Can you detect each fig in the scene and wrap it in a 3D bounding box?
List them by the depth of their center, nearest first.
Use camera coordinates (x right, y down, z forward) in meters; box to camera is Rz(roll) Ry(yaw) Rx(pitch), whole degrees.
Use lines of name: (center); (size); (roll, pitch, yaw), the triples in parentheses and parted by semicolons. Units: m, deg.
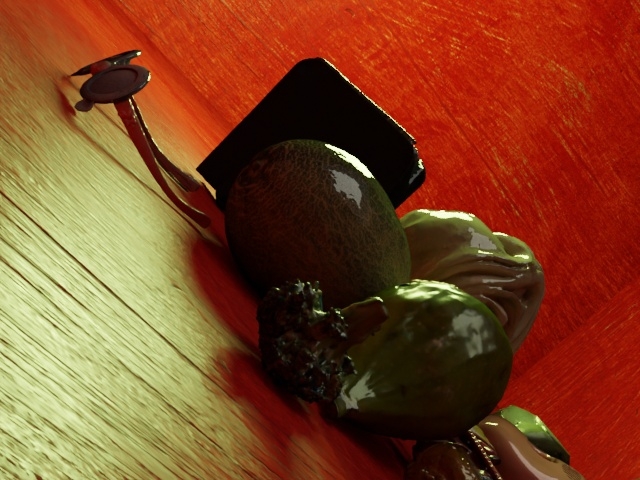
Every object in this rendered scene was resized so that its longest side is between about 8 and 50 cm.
fig: (0.114, 0.156, 1.594); (0.314, 0.233, 0.233); (25, 21, -48)

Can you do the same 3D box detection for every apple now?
apple: (0.360, 0.411, 2.172); (0.188, 0.173, 0.207); (25, 60, -28)

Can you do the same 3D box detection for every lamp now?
lamp: (0.183, 0.303, 1.722); (0.118, 0.118, 0.253); (44, 11, -44)

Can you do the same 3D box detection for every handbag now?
handbag: (-0.019, -0.116, 2.058); (0.303, 0.329, 0.122); (45, 1, 22)

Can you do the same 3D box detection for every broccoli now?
broccoli: (0.003, 0.111, 1.373); (0.154, 0.160, 0.167); (-113, 180, -77)

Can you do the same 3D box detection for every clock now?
clock: (0.330, 0.382, 1.863); (0.241, 0.142, 0.227); (26, 2, 9)

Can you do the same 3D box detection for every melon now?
melon: (0.000, 0.000, 1.745); (0.329, 0.248, 0.248); (53, 2, -26)

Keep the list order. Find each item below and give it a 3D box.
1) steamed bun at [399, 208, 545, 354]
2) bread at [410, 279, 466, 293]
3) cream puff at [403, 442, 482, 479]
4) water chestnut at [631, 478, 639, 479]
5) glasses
steamed bun: (0.234, 0.125, 2.113); (0.309, 0.324, 0.219); (22, 30, -9)
bread: (0.149, 0.163, 1.905); (0.139, 0.240, 0.240); (39, 0, 23)
cream puff: (0.154, 0.316, 1.439); (0.126, 0.103, 0.144); (62, 6, 6)
water chestnut: (0.511, 0.551, 1.901); (0.335, 0.346, 0.335); (3, 90, -86)
glasses: (-0.265, -0.142, 1.719); (0.234, 0.118, 0.268); (-126, -167, -65)
